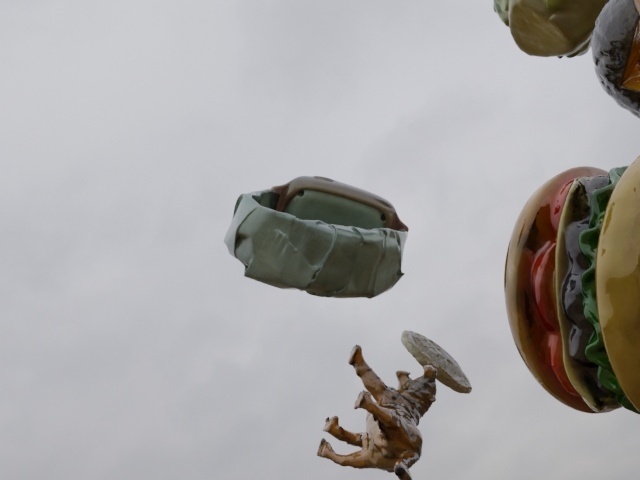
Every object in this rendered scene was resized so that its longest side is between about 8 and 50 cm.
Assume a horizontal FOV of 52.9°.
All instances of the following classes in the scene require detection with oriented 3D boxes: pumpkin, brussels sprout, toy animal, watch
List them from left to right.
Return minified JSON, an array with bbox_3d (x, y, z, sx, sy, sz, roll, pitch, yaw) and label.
[{"bbox_3d":[0.000,0.000,0.884,0.253,0.161,0.241,15,9,-2],"label":"watch"},{"bbox_3d":[0.069,0.199,0.653,0.116,0.255,0.114,22,-83,-1],"label":"toy animal"},{"bbox_3d":[0.405,-0.451,1.083,0.227,0.294,0.259,16,-22,25],"label":"brussels sprout"},{"bbox_3d":[0.356,-0.189,0.686,0.119,0.183,0.107,-38,2,-32],"label":"pumpkin"}]

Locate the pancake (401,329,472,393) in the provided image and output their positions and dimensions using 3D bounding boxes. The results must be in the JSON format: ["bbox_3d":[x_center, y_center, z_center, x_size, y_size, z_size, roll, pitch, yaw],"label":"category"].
[{"bbox_3d":[0.178,0.183,0.981,0.022,0.139,0.139,-53,-38,10],"label":"pancake"}]

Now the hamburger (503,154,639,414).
[{"bbox_3d":[0.181,0.025,0.357,0.162,0.162,0.115,1,-3,-32],"label":"hamburger"}]
